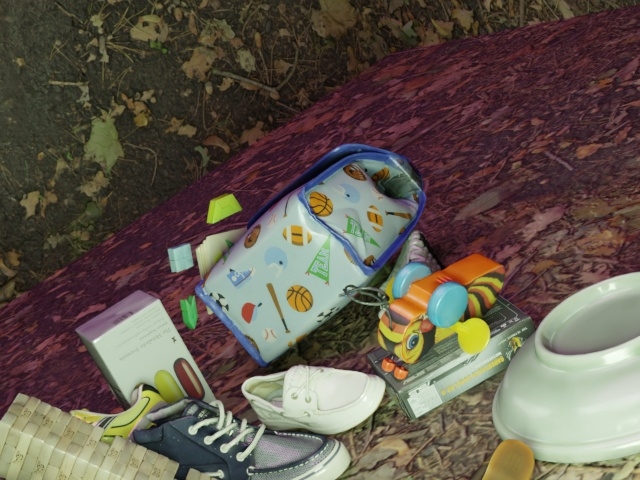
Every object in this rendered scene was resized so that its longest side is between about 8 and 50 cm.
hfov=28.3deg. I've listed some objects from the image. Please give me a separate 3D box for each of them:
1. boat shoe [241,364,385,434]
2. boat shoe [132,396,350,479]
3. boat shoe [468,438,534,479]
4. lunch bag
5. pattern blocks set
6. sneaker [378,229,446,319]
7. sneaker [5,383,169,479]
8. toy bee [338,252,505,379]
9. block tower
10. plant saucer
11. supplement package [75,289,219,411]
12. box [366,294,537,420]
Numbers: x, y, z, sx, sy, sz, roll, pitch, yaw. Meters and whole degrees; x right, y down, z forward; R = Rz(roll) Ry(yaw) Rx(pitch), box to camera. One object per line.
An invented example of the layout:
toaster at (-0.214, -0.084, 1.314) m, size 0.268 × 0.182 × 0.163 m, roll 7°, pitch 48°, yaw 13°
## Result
boat shoe at (-0.022, 0.240, 1.981) m, size 0.277 × 0.096 × 0.098 m, roll -15°, pitch 40°, yaw 44°
boat shoe at (-0.129, 0.305, 1.876) m, size 0.341 × 0.158 × 0.127 m, roll -17°, pitch 20°, yaw 31°
boat shoe at (0.191, 0.324, 1.514) m, size 0.207 × 0.073 × 0.073 m, roll -39°, pitch -17°, yaw -43°
lunch bag at (0.000, 0.000, 2.345) m, size 0.328 × 0.239 × 0.385 m, roll -40°, pitch -1°, yaw 34°
pattern blocks set at (-0.163, 0.050, 2.472) m, size 0.026 × 0.285 × 0.325 m, roll 2°, pitch 27°, yaw 39°
sneaker at (0.156, 0.072, 2.246) m, size 0.118 × 0.110 × 0.292 m, roll -32°, pitch 15°, yaw 16°
sneaker at (-0.400, 0.358, 2.030) m, size 0.385 × 0.147 × 0.145 m, roll -21°, pitch -12°, yaw -26°
toy bee at (0.140, 0.115, 1.884) m, size 0.298 × 0.162 × 0.195 m, roll -1°, pitch 25°, yaw -22°
block tower at (-0.315, 0.331, 1.810) m, size 0.091 × 0.336 × 0.097 m, roll -72°, pitch 6°, yaw -66°
plant saucer at (0.399, 0.136, 1.685) m, size 0.401 × 0.100 × 0.400 m, roll -25°, pitch 17°, yaw 8°
supplement package at (-0.294, 0.229, 2.200) m, size 0.139 × 0.244 × 0.134 m, roll -33°, pitch 17°, yaw -17°
box at (0.202, 0.170, 1.952) m, size 0.231 × 0.056 × 0.183 m, roll -29°, pitch 17°, yaw -6°
